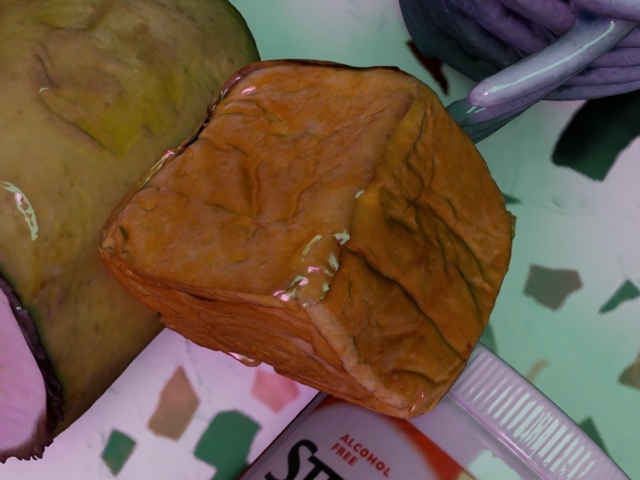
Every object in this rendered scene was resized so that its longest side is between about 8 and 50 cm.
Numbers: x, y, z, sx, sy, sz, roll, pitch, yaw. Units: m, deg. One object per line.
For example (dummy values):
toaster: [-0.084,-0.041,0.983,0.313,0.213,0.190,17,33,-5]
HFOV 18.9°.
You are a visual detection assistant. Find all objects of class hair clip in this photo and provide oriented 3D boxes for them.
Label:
hair clip: [0.105,-0.189,1.046,0.392,0.318,0.238,-19,86,-9]

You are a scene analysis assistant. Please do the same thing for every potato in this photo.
potato: [-0.143,-0.043,1.077,0.229,0.229,0.266,42,61,1]

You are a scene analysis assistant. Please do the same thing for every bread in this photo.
bread: [0.000,0.000,0.985,0.149,0.158,0.143,48,64,-38]

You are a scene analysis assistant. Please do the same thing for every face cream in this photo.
face cream: [0.056,0.167,1.051,0.201,0.201,0.187,43,82,2]
